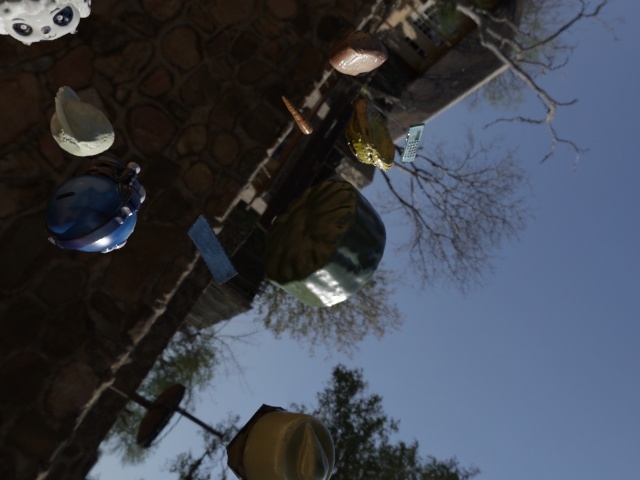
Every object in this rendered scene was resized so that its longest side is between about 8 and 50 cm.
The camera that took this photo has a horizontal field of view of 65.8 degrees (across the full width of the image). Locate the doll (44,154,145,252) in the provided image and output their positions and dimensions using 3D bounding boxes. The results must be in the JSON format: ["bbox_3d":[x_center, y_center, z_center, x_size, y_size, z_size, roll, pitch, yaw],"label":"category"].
[{"bbox_3d":[-0.649,-0.102,1.435,0.284,0.240,0.310,-16,-133,10],"label":"doll"}]

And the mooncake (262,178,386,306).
[{"bbox_3d":[0.000,0.000,1.406,0.356,0.194,0.357,-27,-138,28],"label":"mooncake"}]

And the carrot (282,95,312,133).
[{"bbox_3d":[-0.095,-0.507,2.000,0.048,0.216,0.048,-18,-130,23],"label":"carrot"}]

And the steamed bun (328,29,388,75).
[{"bbox_3d":[0.128,-0.630,1.652,0.144,0.175,0.107,-22,-112,51],"label":"steamed bun"}]

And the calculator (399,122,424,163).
[{"bbox_3d":[0.306,-0.324,1.663,0.172,0.057,0.018,97,-25,-54],"label":"calculator"}]

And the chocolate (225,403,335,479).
[{"bbox_3d":[-0.108,0.754,1.779,0.297,0.326,0.314,-37,-179,43],"label":"chocolate"}]

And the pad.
[{"bbox_3d":[-0.433,0.043,1.964,0.012,0.269,0.269,-30,-178,-31],"label":"pad"}]

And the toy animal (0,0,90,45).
[{"bbox_3d":[-0.581,-0.509,0.980,0.208,0.204,0.156,-21,-170,-15],"label":"toy animal"}]

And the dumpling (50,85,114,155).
[{"bbox_3d":[-0.576,-0.283,1.178,0.126,0.167,0.216,-18,-164,18],"label":"dumpling"}]

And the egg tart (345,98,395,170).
[{"bbox_3d":[0.182,-0.394,1.893,0.123,0.294,0.294,-20,-151,26],"label":"egg tart"}]
